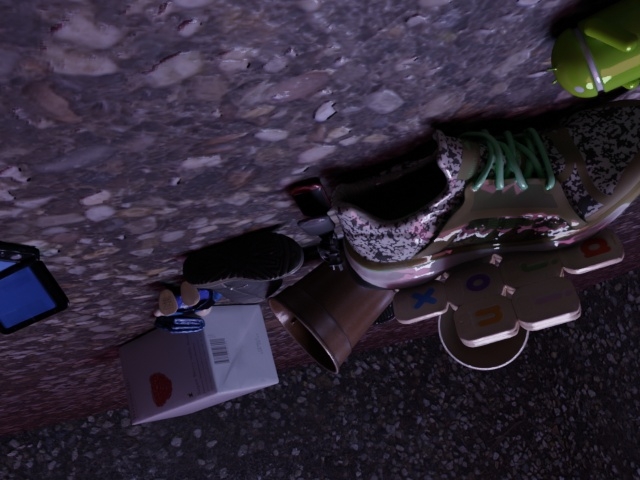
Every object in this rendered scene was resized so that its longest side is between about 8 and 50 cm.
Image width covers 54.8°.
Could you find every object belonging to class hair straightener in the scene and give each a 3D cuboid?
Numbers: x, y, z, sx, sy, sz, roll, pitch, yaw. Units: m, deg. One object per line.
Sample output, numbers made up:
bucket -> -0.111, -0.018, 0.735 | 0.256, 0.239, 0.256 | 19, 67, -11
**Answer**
hair straightener -> 0.000, 0.000, 0.825 | 0.047, 0.089, 0.230 | -12, 165, 0

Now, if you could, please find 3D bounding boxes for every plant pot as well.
plant pot -> 0.491, 0.236, 1.907 | 0.256, 0.257, 0.274 | -19, -179, 11
plant pot -> 0.027, 0.105, 1.033 | 0.165, 0.167, 0.167 | -42, 172, -18

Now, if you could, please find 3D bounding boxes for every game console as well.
game console -> -0.370, 0.058, 0.699 | 0.122, 0.071, 0.107 | -23, 163, 22

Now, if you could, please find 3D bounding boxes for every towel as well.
towel -> -0.262, 0.155, 1.145 | 0.067, 0.029, 0.119 | 4, 174, -29

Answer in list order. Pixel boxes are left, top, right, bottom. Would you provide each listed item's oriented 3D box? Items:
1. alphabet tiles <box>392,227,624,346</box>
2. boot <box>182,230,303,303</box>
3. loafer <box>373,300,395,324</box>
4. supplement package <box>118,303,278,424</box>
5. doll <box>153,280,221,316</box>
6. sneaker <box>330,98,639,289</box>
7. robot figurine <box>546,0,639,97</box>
alphabet tiles -> 0.221, 0.012, 0.799 | 0.277, 0.284, 0.021 | -20, 127, 14
boot -> -0.094, 0.053, 0.947 | 0.189, 0.076, 0.208 | -6, 160, 13
loafer -> 0.127, 0.188, 1.649 | 0.219, 0.080, 0.078 | -18, 175, 28
supplement package -> -0.266, 0.265, 1.318 | 0.292, 0.178, 0.175 | -28, 161, 34
doll -> -0.222, 0.104, 1.048 | 0.129, 0.046, 0.189 | -22, 171, -1
sneaker -> 0.193, -0.067, 0.715 | 0.410, 0.158, 0.182 | -24, 149, 13
robot figurine -> 0.254, -0.167, 0.533 | 0.115, 0.067, 0.101 | -22, 165, 24
